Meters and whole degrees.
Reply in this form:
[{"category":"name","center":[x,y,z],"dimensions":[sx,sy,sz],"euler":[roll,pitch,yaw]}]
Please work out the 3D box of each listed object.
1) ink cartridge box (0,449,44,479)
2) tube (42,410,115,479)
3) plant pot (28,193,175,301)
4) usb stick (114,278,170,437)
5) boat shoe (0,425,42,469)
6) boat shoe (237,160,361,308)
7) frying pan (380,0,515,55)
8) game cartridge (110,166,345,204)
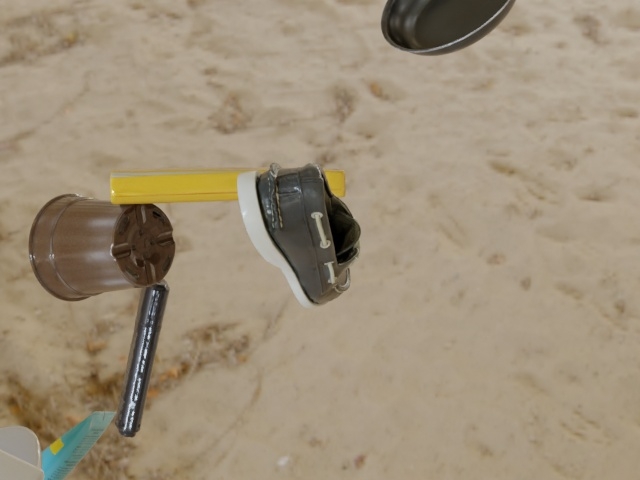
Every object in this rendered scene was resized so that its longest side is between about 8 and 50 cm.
[{"category":"ink cartridge box","center":[-0.277,0.164,0.600],"dimensions":[0.160,0.219,0.092],"euler":[32,49,-20]},{"category":"tube","center":[-0.319,0.270,1.244],"dimensions":[0.207,0.080,0.052],"euler":[-44,84,-2]},{"category":"plant pot","center":[-0.317,0.009,1.619],"dimensions":[0.165,0.167,0.167],"euler":[-2,31,38]},{"category":"usb stick","center":[-0.308,0.200,1.878],"dimensions":[0.045,0.277,0.077],"euler":[11,6,-22]},{"category":"boat shoe","center":[-0.338,0.315,1.085],"dimensions":[0.096,0.088,0.267],"euler":[1,48,4]},{"category":"boat shoe","center":[0.000,0.000,1.189],"dimensions":[0.091,0.302,0.114],"euler":[-12,73,12]},{"category":"frying pan","center":[0.187,-0.354,1.395],"dimensions":[0.197,0.053,0.326],"euler":[-5,51,36]},{"category":"game cartridge","center":[-0.139,-0.084,1.615],"dimensions":[0.324,0.052,0.285],"euler":[1,4,-6]}]
